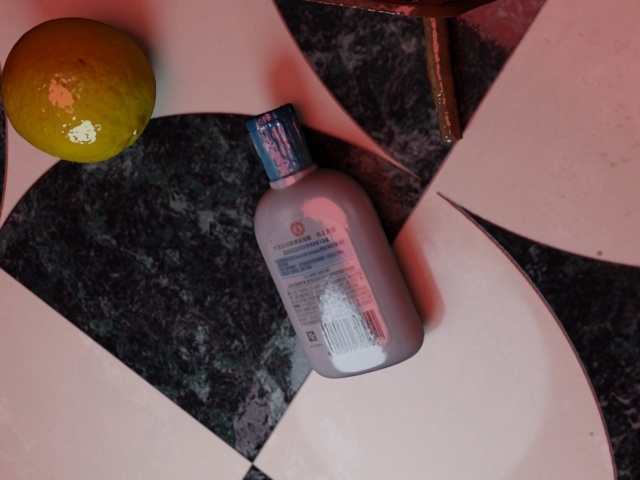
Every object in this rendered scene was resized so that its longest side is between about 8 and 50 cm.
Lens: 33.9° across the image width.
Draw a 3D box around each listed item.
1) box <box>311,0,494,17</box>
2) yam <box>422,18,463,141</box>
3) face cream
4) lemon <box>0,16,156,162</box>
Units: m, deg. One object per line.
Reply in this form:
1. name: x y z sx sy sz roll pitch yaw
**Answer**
1. box: 0.014 -0.365 1.045 0.339 0.239 0.229 13 110 21
2. yam: 0.136 -0.182 1.168 0.032 0.032 0.145 -3 108 26
3. face cream: 0.000 0.000 1.269 0.163 0.080 0.336 -18 99 30
4. lemon: -0.301 -0.187 1.288 0.203 0.178 0.178 30 118 11
